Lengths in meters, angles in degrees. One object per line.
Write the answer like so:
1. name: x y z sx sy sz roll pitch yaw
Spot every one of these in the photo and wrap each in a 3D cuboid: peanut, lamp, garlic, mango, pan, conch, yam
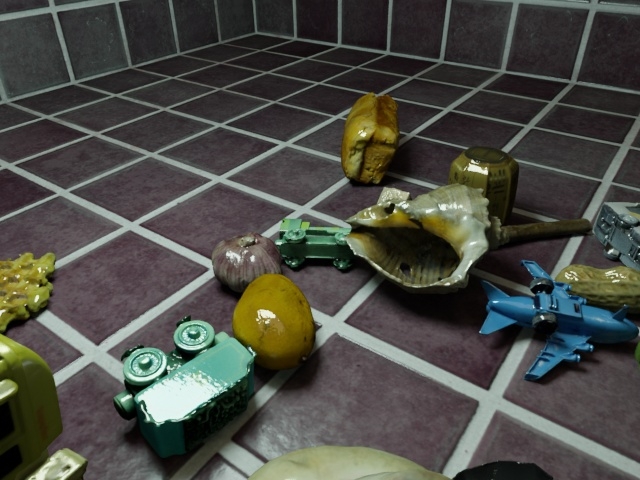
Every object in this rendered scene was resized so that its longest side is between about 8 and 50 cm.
1. peanut: 0.556 0.091 0.979 0.193 0.093 0.083 9 62 10
2. lamp: 0.385 -0.121 1.215 0.161 0.185 0.161 0 31 0
3. garlic: -0.154 0.040 1.059 0.147 0.102 0.159 -23 39 -28
4. mango: -0.085 0.134 0.904 0.147 0.110 0.227 3 32 -16
5. pan: 0.199 0.332 0.662 0.128 0.049 0.201 -7 -7 -45
6. conch: 0.214 0.015 1.024 0.323 0.186 0.263 -8 37 16
7. yam: 0.479 -0.019 1.187 0.326 0.045 0.046 -7 57 -10

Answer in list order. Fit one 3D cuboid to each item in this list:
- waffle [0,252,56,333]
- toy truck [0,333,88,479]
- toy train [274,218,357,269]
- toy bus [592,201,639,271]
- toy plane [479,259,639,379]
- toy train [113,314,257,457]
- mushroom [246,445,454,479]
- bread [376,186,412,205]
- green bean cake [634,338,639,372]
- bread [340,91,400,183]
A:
1. waffle: -0.693 0.105 1.014 0.300 0.058 0.282 -11 36 -17
2. toy truck: -0.343 0.261 0.472 0.180 0.406 0.254 14 26 21
3. toy train: 0.000 0.001 1.135 0.200 0.083 0.132 4 27 1
4. toy bus: 0.711 0.036 1.050 0.137 0.097 0.343 -2 34 -6
5. toy plane: 0.425 0.136 0.909 0.270 0.105 0.254 4 48 14
6. toy train: -0.202 0.222 0.785 0.163 0.112 0.203 34 47 32
7. mushroom: 0.049 0.348 0.472 0.355 0.315 0.315 -18 16 44
8. bread: 0.171 -0.045 1.250 0.077 0.105 0.152 19 70 27
9. green bean cake: 0.628 0.207 0.782 0.214 0.113 0.200 0 34 3
10. bread: 0.138 -0.309 1.499 0.148 0.195 0.344 19 33 -6
